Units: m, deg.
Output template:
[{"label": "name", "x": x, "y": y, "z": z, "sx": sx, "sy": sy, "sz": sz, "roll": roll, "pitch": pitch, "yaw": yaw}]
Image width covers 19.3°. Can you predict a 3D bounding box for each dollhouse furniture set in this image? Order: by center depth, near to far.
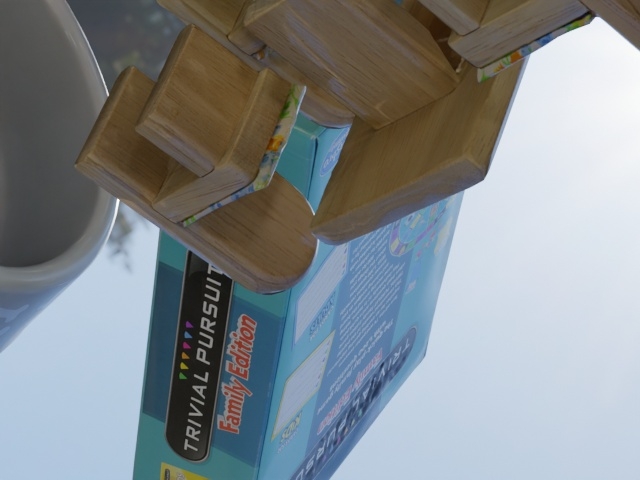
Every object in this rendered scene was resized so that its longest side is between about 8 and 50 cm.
[{"label": "dollhouse furniture set", "x": 0.075, "y": -0.093, "z": 0.610, "sx": 0.212, "sy": 0.161, "sz": 0.242, "roll": -25, "pitch": -144, "yaw": 50}]

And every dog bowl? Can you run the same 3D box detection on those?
[{"label": "dog bowl", "x": -0.261, "y": -0.091, "z": 1.167, "sx": 0.102, "sy": 0.349, "sz": 0.348, "roll": -26, "pitch": -155, "yaw": 29}]

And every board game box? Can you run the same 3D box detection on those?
[{"label": "board game box", "x": 0.000, "y": 0.000, "z": 1.044, "sx": 0.079, "sy": 0.336, "sz": 0.254, "roll": 25, "pitch": -138, "yaw": 16}]
